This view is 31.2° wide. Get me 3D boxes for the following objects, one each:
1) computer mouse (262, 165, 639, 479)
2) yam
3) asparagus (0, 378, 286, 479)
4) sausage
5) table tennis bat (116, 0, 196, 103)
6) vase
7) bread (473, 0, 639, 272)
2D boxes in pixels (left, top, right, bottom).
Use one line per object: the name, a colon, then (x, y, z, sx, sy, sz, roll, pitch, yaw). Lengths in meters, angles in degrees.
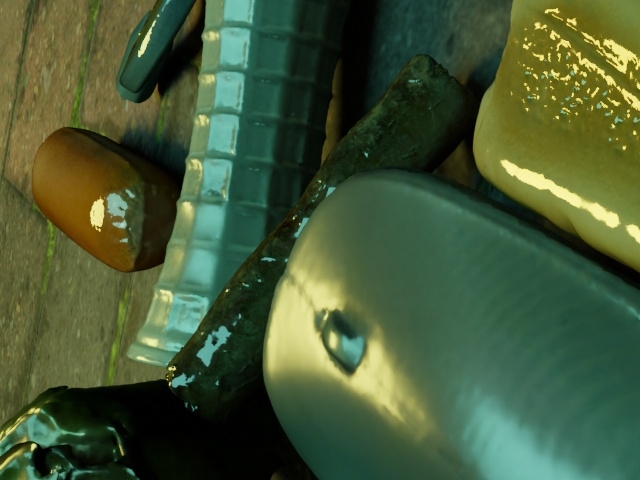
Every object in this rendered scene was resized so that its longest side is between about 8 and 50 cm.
computer mouse: (0.085, 0.094, 0.549, 0.331, 0.095, 0.197, 36, 113, 36)
yam: (0.000, 0.000, 0.695, 0.253, 0.061, 0.061, -51, 37, 2)
asparagus: (-0.098, 0.145, 0.759, 0.382, 0.128, 0.108, 14, -89, -77)
sausage: (-0.208, -0.043, 1.096, 0.274, 0.105, 0.105, 26, 108, 57)
table tennis bat: (-0.123, -0.207, 0.983, 0.329, 0.044, 0.215, -40, 27, 61)
vase: (-0.043, -0.057, 0.802, 0.143, 0.143, 0.299, 4, 85, 59)
bread: (0.178, -0.036, 0.470, 0.305, 0.091, 0.142, 43, 127, 52)
